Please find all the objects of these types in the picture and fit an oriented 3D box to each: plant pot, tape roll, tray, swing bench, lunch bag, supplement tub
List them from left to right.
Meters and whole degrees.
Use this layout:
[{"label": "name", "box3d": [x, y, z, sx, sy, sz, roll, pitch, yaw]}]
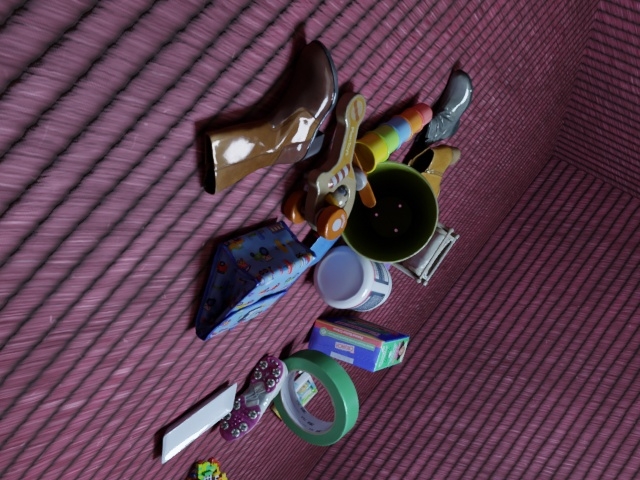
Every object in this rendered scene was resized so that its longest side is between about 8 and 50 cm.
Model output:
[{"label": "tray", "box3d": [-0.358, 0.523, 1.629, 0.270, 0.030, 0.145, -30, 147, -43]}, {"label": "lunch bag", "box3d": [-0.179, 0.119, 1.351, 0.221, 0.138, 0.293, -24, 154, -51]}, {"label": "tape roll", "box3d": [-0.025, 0.531, 1.895, 0.077, 0.321, 0.321, -22, 140, -50]}, {"label": "supplement tub", "box3d": [0.110, 0.127, 1.775, 0.191, 0.191, 0.272, -57, 156, 5]}, {"label": "plant pot", "box3d": [0.199, -0.078, 1.641, 0.274, 0.275, 0.293, -57, 173, 5]}, {"label": "swing bench", "box3d": [0.432, 0.040, 2.290, 0.253, 0.165, 0.255, -57, 156, 5]}]

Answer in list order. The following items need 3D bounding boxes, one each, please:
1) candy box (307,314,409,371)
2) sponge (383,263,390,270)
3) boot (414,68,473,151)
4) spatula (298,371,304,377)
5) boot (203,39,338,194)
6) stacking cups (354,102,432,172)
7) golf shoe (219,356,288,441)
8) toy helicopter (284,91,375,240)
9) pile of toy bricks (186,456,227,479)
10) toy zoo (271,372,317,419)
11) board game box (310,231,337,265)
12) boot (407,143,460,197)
[{"label": "candy box", "box3d": [0.148, 0.372, 2.060, 0.317, 0.268, 0.122, 7, 97, -64]}, {"label": "sponge", "box3d": [0.217, 0.155, 2.208, 0.117, 0.031, 0.210, -30, 147, -43]}, {"label": "boot", "box3d": [0.380, -0.396, 1.738, 0.161, 0.083, 0.246, -31, 146, -32]}, {"label": "spatula", "box3d": [-0.004, 0.440, 2.187, 0.242, 0.019, 0.168, -42, 152, -26]}, {"label": "boot", "box3d": [-0.108, -0.238, 1.070, 0.280, 0.096, 0.264, -26, 151, -36]}, {"label": "stacking cups", "box3d": [0.207, -0.293, 1.523, 0.316, 0.096, 0.096, -37, 151, -34]}, {"label": "golf shoe", "box3d": [-0.205, 0.519, 1.812, 0.306, 0.115, 0.140, -52, 159, -3]}, {"label": "toy helicopter", "box3d": [0.059, -0.182, 1.363, 0.235, 0.140, 0.354, -14, 123, -49]}, {"label": "pile of toy bricks", "box3d": [-0.388, 0.773, 1.834, 0.212, 0.118, 0.105, 4, 87, -52]}, {"label": "toy zoo", "box3d": [-0.102, 0.624, 2.215, 0.192, 0.030, 0.293, -44, 155, -15]}, {"label": "board game box", "box3d": [0.000, 0.000, 1.607, 0.168, 0.033, 0.133, -50, 161, 1]}, {"label": "boot", "box3d": [0.335, -0.204, 1.876, 0.211, 0.104, 0.295, -13, 144, -46]}]
